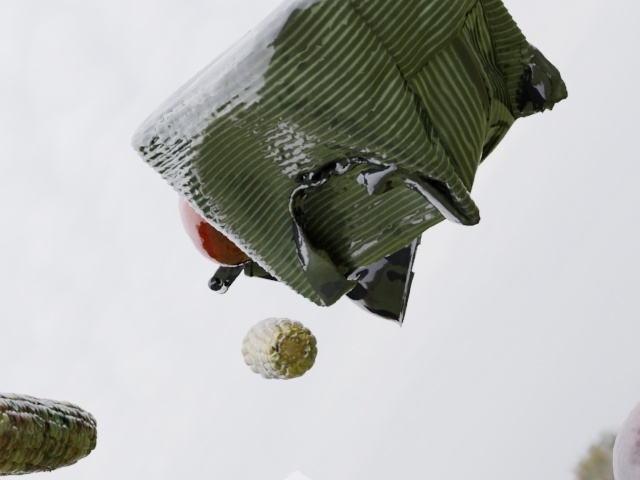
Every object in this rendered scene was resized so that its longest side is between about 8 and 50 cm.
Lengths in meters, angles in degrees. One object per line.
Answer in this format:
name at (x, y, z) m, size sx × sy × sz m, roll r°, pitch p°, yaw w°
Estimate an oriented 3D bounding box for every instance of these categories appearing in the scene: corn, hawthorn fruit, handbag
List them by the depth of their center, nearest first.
handbag at (0.027, -0.107, 1.427) m, size 0.341 × 0.240 × 0.247 m, roll -33°, pitch 13°, yaw 51°
hawthorn fruit at (-0.092, -0.042, 1.674) m, size 0.125 × 0.140 × 0.125 m, roll -42°, pitch -21°, yaw -20°
corn at (-0.307, 0.197, 1.675) m, size 0.086 × 0.086 × 0.253 m, roll -56°, pitch -20°, yaw 6°
corn at (-0.049, 0.129, 1.949) m, size 0.080 × 0.080 × 0.231 m, roll -53°, pitch 4°, yaw -6°

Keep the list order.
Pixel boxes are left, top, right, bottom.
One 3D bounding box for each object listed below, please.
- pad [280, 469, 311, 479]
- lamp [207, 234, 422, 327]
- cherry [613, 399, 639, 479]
pad at (-0.039, 0.387, 2.147) m, size 0.156 × 0.232 × 0.004 m, roll -38°, pitch -60°, yaw -15°
lamp at (0.000, 0.000, 1.906) m, size 0.147 × 0.227 × 0.172 m, roll 61°, pitch -139°, yaw -86°
cherry at (0.452, 0.283, 1.892) m, size 0.206 × 0.239 × 0.239 m, roll -38°, pitch -19°, yaw -11°
